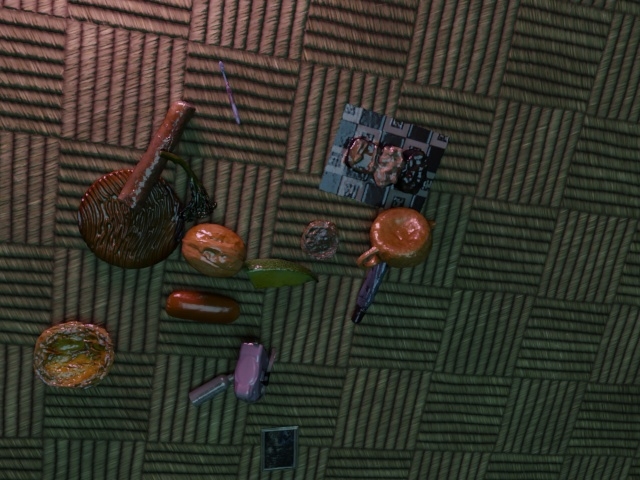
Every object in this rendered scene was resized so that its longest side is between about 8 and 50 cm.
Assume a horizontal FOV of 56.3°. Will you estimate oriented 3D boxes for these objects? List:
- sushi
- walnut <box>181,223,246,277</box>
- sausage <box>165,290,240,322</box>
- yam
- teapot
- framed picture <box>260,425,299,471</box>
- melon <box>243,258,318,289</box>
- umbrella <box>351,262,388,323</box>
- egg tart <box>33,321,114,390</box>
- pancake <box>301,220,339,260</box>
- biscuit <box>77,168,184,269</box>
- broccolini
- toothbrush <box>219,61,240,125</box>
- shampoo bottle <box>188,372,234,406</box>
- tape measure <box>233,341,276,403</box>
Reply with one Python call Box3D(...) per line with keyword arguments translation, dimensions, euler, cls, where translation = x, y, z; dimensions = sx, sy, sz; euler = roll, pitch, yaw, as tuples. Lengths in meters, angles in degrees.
Box3D(translation=(0.218, -0.240, 1.904), dimensions=(0.372, 0.100, 0.297), euler=(16, 103, -16), cls="sushi")
Box3D(translation=(-0.329, 0.031, 1.850), dimensions=(0.206, 0.159, 0.159), euler=(20, 102, -17), cls="walnut")
Box3D(translation=(-0.375, 0.213, 1.926), dimensions=(0.238, 0.098, 0.098), euler=(9, 104, -12), cls="sausage")
Box3D(translation=(-0.480, -0.250, 1.752), dimensions=(0.081, 0.081, 0.357), euler=(29, 89, -18), cls="yam")
Box3D(translation=(0.254, 0.012, 1.959), dimensions=(0.311, 0.203, 0.167), euler=(-32, 153, -11), cls="teapot")
Box3D(translation=(-0.149, 0.760, 2.175), dimensions=(0.141, 0.011, 0.183), euler=(-1, 107, -11), cls="framed picture")
Box3D(translation=(-0.129, 0.121, 1.970), dimensions=(0.261, 0.053, 0.114), euler=(5, 113, -13), cls="melon")
Box3D(translation=(0.166, 0.169, 2.041), dimensions=(0.053, 0.052, 0.251), euler=(22, 100, -17), cls="umbrella")
Box3D(translation=(-0.775, 0.361, 1.889), dimensions=(0.252, 0.098, 0.232), euler=(-21, 103, -9), cls="egg tart")
Box3D(translation=(0.000, 0.000, 1.973), dimensions=(0.139, 0.022, 0.140), euler=(-3, 108, -11), cls="pancake")
Box3D(translation=(-0.576, -0.061, 1.829), dimensions=(0.317, 0.040, 0.318), euler=(-3, 106, -10), cls="biscuit")
Box3D(translation=(-0.417, -0.156, 1.779), dimensions=(0.123, 0.062, 0.272), euler=(-51, 133, -21), cls="broccolini")
Box3D(translation=(-0.271, -0.438, 1.791), dimensions=(0.013, 0.019, 0.194), euler=(-18, 111, -6), cls="toothbrush")
Box3D(translation=(-0.351, 0.494, 2.032), dimensions=(0.195, 0.056, 0.056), euler=(-29, 110, -2), cls="shampoo bottle")
Box3D(translation=(-0.218, 0.437, 1.977), dimensions=(0.105, 0.178, 0.196), euler=(6, 79, 8), cls="tape measure")
